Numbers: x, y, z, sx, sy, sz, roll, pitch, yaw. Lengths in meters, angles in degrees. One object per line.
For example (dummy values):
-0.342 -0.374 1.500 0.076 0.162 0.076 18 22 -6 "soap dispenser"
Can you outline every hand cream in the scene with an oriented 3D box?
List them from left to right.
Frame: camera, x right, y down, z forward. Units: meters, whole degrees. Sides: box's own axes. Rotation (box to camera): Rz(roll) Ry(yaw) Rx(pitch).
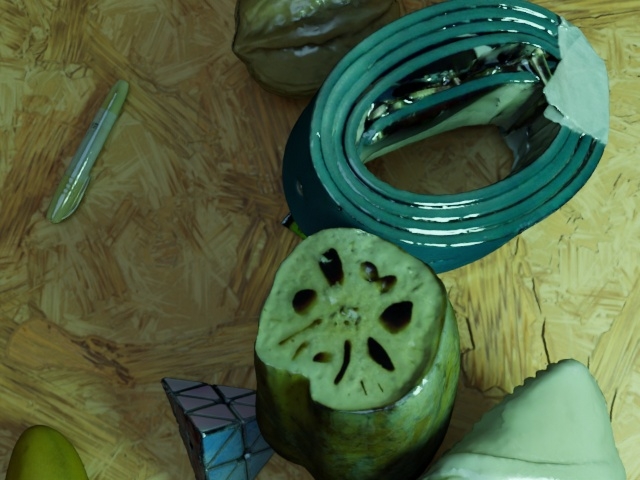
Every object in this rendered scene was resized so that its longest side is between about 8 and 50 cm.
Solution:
0.000 0.000 1.347 0.122 0.023 0.036 40 90 16 "hand cream"

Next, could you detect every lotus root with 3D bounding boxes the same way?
0.042 0.170 1.139 0.250 0.346 0.250 1 54 -1 "lotus root"

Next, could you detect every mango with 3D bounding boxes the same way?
-0.364 0.370 1.270 0.138 0.113 0.253 -12 76 4 "mango"

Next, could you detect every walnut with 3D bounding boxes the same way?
-0.005 -0.295 1.322 0.245 0.198 0.198 -19 77 -7 "walnut"

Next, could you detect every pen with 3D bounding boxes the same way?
-0.333 -0.128 1.406 0.040 0.032 0.233 28 82 -12 "pen"

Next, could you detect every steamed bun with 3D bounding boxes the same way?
0.222 0.323 1.101 0.324 0.310 0.219 -28 66 -32 "steamed bun"

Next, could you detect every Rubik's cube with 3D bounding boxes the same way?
-0.090 0.241 1.258 0.178 0.190 0.211 -20 82 -15 "Rubik's cube"

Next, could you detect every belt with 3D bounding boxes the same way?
0.164 -0.128 1.217 0.436 0.173 0.300 -26 84 -19 "belt"
